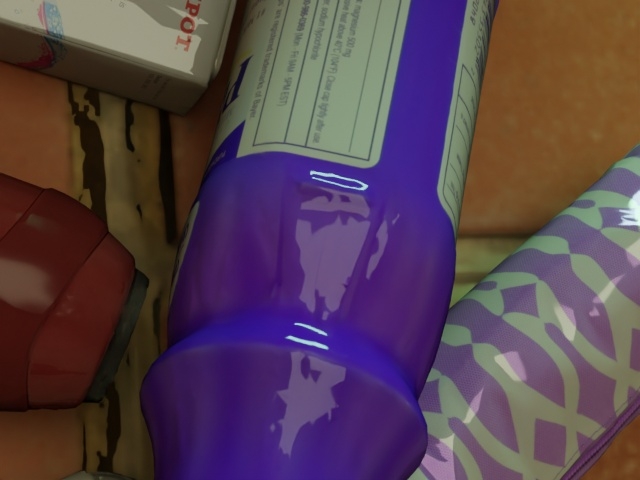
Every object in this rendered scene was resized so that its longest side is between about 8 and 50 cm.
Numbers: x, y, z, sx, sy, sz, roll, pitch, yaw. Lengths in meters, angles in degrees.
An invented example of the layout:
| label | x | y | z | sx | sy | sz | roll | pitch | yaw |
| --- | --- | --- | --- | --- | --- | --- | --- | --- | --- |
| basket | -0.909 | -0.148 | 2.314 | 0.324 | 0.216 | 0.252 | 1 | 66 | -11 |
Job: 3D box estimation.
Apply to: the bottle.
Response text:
| label | x | y | z | sx | sy | sz | roll | pitch | yaw |
| --- | --- | --- | --- | --- | --- | --- | --- | --- | --- |
| bottle | 0.000 | 0.000 | 0.593 | 0.092 | 0.118 | 0.283 | 12 | 57 | 0 |

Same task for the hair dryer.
| label | x | y | z | sx | sy | sz | roll | pitch | yaw |
| --- | --- | --- | --- | --- | --- | --- | --- | --- | --- |
| hair dryer | -0.151 | 0.071 | 0.587 | 0.223 | 0.080 | 0.294 | -29 | 87 | -20 |

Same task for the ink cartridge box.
| label | x | y | z | sx | sy | sz | roll | pitch | yaw |
| --- | --- | --- | --- | --- | --- | --- | --- | --- | --- |
| ink cartridge box | -0.092 | -0.108 | 0.660 | 0.122 | 0.052 | 0.089 | 16 | 74 | -11 |

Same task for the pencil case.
| label | x | y | z | sx | sy | sz | roll | pitch | yaw |
| --- | --- | --- | --- | --- | --- | --- | --- | --- | --- |
| pencil case | 0.088 | 0.048 | 0.658 | 0.088 | 0.086 | 0.206 | 35 | 68 | 31 |
